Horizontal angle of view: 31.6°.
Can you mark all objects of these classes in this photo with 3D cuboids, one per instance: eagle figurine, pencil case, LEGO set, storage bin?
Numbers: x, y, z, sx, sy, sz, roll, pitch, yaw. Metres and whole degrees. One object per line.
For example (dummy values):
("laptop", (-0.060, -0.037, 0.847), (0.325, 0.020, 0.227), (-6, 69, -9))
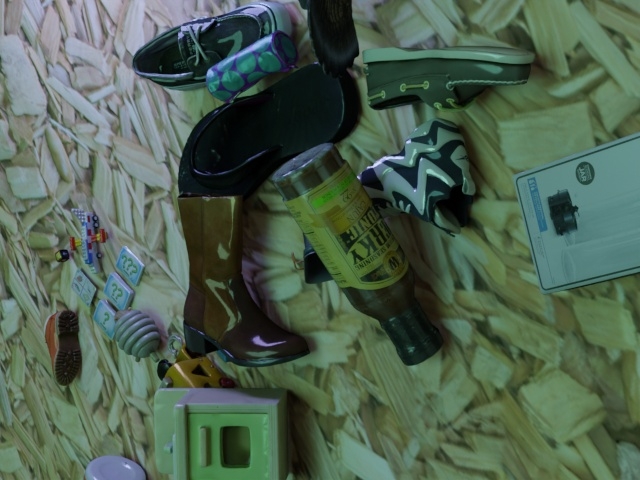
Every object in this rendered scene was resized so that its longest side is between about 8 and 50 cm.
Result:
("eagle figurine", (0.030, -0.417, 1.650), (0.225, 0.226, 0.298), (43, 120, 9))
("pencil case", (-0.110, -0.277, 1.822), (0.151, 0.064, 0.070), (-25, 81, 31))
("LEGO set", (-0.463, 0.058, 2.279), (0.244, 0.060, 0.182), (42, 118, 34))
("storage bin", (0.000, 0.000, 1.760), (0.135, 0.098, 0.091), (87, 169, -67))

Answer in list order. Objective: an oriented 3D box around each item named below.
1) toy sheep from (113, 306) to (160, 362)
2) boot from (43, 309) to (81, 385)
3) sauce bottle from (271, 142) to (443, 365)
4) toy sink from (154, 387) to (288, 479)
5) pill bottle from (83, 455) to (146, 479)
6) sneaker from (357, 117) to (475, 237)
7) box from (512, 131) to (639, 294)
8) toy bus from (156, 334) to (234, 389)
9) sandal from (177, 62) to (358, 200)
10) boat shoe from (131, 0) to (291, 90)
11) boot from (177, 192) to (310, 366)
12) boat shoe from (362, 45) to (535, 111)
("toy sheep", (-0.348, 0.183, 2.159), (0.132, 0.091, 0.091), (44, 124, 17))
("boot", (-0.548, 0.227, 2.384), (0.084, 0.059, 0.158), (-8, 80, 48))
("sauce bottle", (0.064, 0.024, 1.634), (0.111, 0.111, 0.344), (-20, 110, 44))
("toy sink", (-0.176, 0.332, 1.888), (0.234, 0.131, 0.153), (0, 95, 7))
("pill bottle", (-0.425, 0.548, 2.244), (0.121, 0.121, 0.221), (34, 117, 38))
("sneaker", (0.136, -0.050, 1.641), (0.235, 0.094, 0.153), (-38, 59, 29))
("box", (0.392, -0.045, 1.392), (0.290, 0.087, 0.169), (-17, 82, 44))
("toy bus", (-0.241, 0.262, 2.042), (0.202, 0.104, 0.191), (-14, 84, 44))
("sandal", (-0.125, -0.175, 1.880), (0.445, 0.107, 0.168), (-28, 75, 43))
("boat shoe", (-0.192, -0.318, 1.923), (0.335, 0.119, 0.121), (-16, 82, 43))
("boot", (-0.129, 0.060, 1.901), (0.264, 0.096, 0.280), (11, 106, 43))
("boat shoe", (0.174, -0.224, 1.581), (0.305, 0.109, 0.091), (10, 102, 50))
